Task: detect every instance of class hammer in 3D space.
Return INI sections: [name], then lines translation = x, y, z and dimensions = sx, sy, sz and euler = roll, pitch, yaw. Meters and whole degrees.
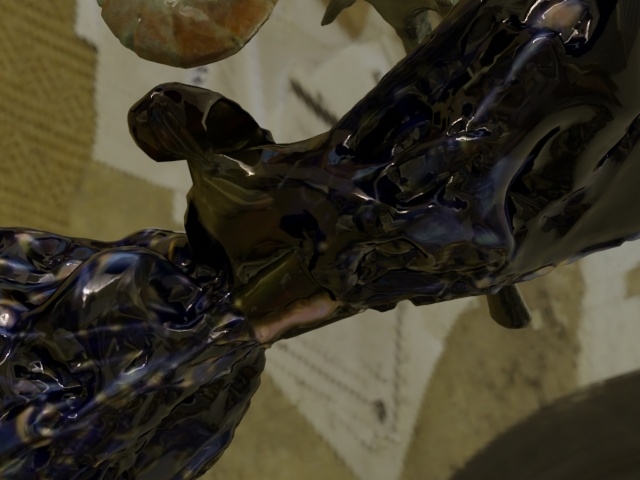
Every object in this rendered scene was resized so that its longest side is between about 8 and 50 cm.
[hammer]
translation = 0.069, -0.046, 0.846
dimensions = 0.029, 0.103, 0.246
euler = -43, 132, -26

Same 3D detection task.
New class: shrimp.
[shrimp]
translation = -0.069, -0.239, 1.122
dimensions = 0.251, 0.144, 0.052
euler = -59, 169, -13

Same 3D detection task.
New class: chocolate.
[chocolate]
translation = 0.004, -0.004, 0.509
dimensions = 0.148, 0.343, 0.126
euler = 48, 29, -27
